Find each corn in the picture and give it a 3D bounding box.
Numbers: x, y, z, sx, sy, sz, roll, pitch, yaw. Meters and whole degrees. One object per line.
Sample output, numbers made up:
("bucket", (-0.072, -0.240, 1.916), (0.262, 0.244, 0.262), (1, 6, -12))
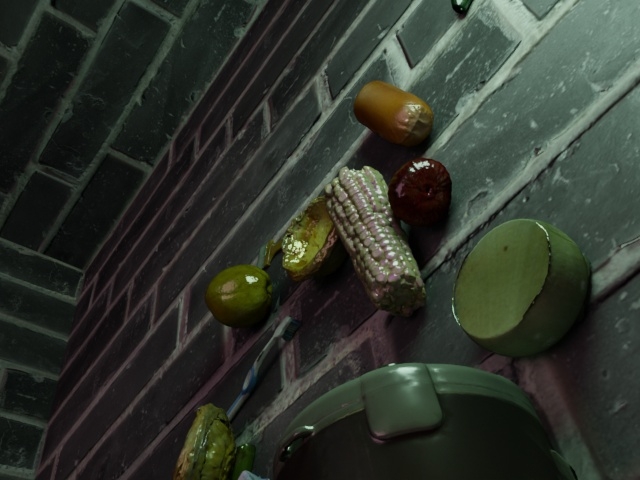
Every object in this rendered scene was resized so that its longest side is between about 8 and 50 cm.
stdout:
("corn", (0.096, -0.004, 1.198), (0.126, 0.127, 0.335), (-48, 39, 29))

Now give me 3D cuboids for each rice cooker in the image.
("rice cooker", (0.116, 0.311, 0.687), (0.335, 0.335, 0.325), (-49, 30, 26))

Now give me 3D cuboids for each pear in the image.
("pear", (-0.186, 0.131, 1.567), (0.162, 0.149, 0.148), (-18, 47, 25))

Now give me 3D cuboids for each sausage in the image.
("sausage", (0.145, -0.264, 1.374), (0.105, 0.105, 0.274), (-58, 27, 10))

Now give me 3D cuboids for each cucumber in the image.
("cucumber", (0.296, -0.517, 1.394), (0.048, 0.048, 0.105), (-20, 51, 54))

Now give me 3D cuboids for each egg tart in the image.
("egg tart", (-0.229, 0.472, 1.339), (0.291, 0.107, 0.290), (14, -90, -88))
("egg tart", (0.001, 0.000, 1.406), (0.213, 0.090, 0.212), (-39, 38, 39))

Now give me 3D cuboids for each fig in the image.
("fig", (0.178, -0.069, 1.172), (0.119, 0.153, 0.119), (-6, 60, 10))

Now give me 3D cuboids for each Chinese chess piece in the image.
("Chinese chess piece", (0.265, 0.063, 0.892), (0.188, 0.083, 0.188), (-46, 29, 36))

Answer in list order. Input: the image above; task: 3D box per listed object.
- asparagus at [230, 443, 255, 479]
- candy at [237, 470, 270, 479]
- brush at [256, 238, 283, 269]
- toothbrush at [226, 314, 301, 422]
("asparagus", (-0.163, 0.493, 1.311), (0.045, 0.041, 0.178), (-30, 43, 49))
("candy", (-0.112, 0.494, 1.182), (0.092, 0.073, 0.160), (-57, 26, 2))
("brush", (-0.098, 0.011, 1.662), (0.218, 0.010, 0.082), (-33, 39, 43))
("toothbrush", (-0.161, 0.316, 1.467), (0.386, 0.040, 0.040), (-55, 28, 16))
